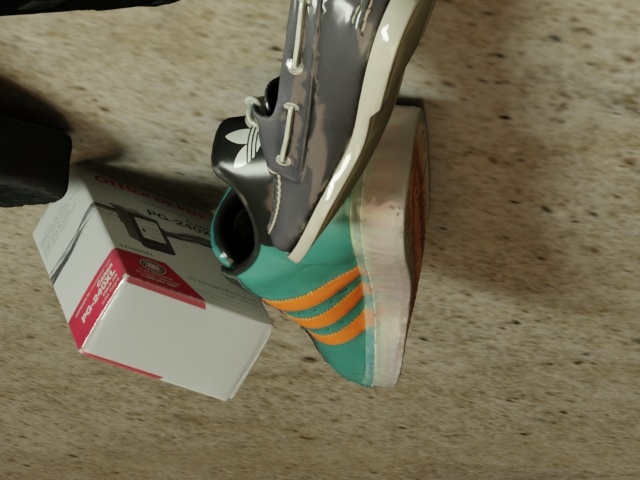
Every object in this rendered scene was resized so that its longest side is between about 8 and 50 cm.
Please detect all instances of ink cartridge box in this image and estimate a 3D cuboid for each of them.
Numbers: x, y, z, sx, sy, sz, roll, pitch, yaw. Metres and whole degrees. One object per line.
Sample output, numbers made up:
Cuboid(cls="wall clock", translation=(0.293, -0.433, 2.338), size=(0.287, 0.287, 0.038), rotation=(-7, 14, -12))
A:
Cuboid(cls="ink cartridge box", translation=(-0.108, 0.024, 1.216), size=(0.109, 0.063, 0.150), rotation=(20, -159, -29))

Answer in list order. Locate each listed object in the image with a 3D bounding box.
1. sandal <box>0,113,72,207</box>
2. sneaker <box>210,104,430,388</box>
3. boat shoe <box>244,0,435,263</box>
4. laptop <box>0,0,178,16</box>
Cuboid(cls="sandal", translation=(-0.310, -0.096, 1.045), size=(0.168, 0.107, 0.446), rotation=(-2, 172, 30))
Cuboid(cls="sneaker", translation=(0.000, 0.000, 1.156), size=(0.121, 0.108, 0.302), rotation=(8, 155, 6))
Cuboid(cls="boat shoe", translation=(0.000, -0.068, 0.937), size=(0.065, 0.075, 0.206), rotation=(28, 141, 5))
Cuboid(cls="laptop", translation=(-0.121, -0.180, 0.791), size=(0.264, 0.136, 0.234), rotation=(-10, 177, -37))
